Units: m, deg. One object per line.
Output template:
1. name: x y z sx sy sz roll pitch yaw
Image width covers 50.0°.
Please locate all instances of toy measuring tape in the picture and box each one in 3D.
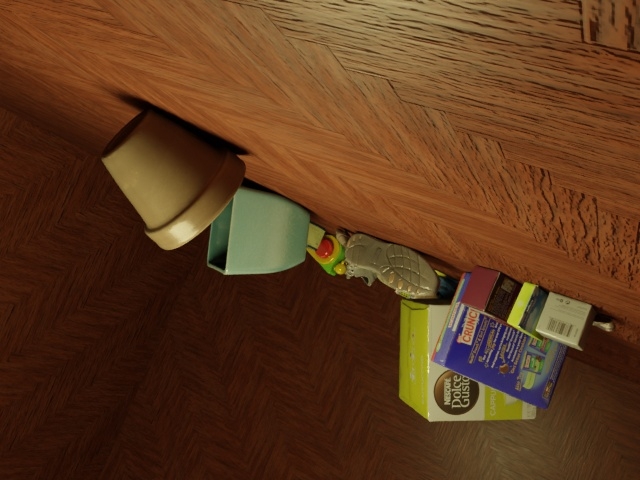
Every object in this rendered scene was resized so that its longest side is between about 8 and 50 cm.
1. toy measuring tape: 0.000 0.000 2.472 0.330 0.121 0.121 47 -170 35

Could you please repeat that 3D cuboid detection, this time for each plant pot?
1. plant pot: -0.172 -0.026 2.006 0.252 0.247 0.247 6 -178 -21
2. plant pot: -0.326 -0.151 1.452 0.229 0.263 0.263 46 165 -25

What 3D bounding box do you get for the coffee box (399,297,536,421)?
1. coffee box: 0.441 0.354 2.122 0.334 0.337 0.338 1 179 -7

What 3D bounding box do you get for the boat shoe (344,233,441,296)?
1. boat shoe: 0.218 0.069 1.956 0.324 0.123 0.116 31 -175 39

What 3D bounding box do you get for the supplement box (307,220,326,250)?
1. supplement box: -0.040 -0.020 2.316 0.056 0.083 0.083 18 174 44

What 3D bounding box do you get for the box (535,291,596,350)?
1. box: 0.570 0.187 1.589 0.101 0.102 0.087 19 172 33

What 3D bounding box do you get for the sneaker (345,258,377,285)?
1. sneaker: 0.114 0.088 2.599 0.281 0.115 0.105 25 175 -24

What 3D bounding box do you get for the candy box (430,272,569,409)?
1. candy box: 0.494 0.267 1.854 0.317 0.268 0.122 24 172 -9

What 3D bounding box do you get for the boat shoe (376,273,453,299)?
1. boat shoe: 0.339 0.165 2.486 0.302 0.109 0.098 28 178 10

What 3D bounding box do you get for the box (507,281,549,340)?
1. box: 0.509 0.170 1.648 0.042 0.109 0.178 22 175 40

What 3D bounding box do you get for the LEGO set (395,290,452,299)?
1. LEGO set: 0.362 0.166 2.341 0.287 0.107 0.132 24 175 -12

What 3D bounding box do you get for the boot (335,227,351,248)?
1. boot: 0.092 0.008 2.103 0.118 0.042 0.087 37 -160 -47

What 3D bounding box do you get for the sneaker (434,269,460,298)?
1. sneaker: 0.409 0.158 2.200 0.209 0.082 0.069 24 174 -30

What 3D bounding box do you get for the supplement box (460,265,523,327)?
1. supplement box: 0.447 0.146 1.704 0.188 0.104 0.081 27 174 -37

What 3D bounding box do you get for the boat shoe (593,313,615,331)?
1. boat shoe: 0.651 0.184 1.633 0.100 0.035 0.035 24 150 48
